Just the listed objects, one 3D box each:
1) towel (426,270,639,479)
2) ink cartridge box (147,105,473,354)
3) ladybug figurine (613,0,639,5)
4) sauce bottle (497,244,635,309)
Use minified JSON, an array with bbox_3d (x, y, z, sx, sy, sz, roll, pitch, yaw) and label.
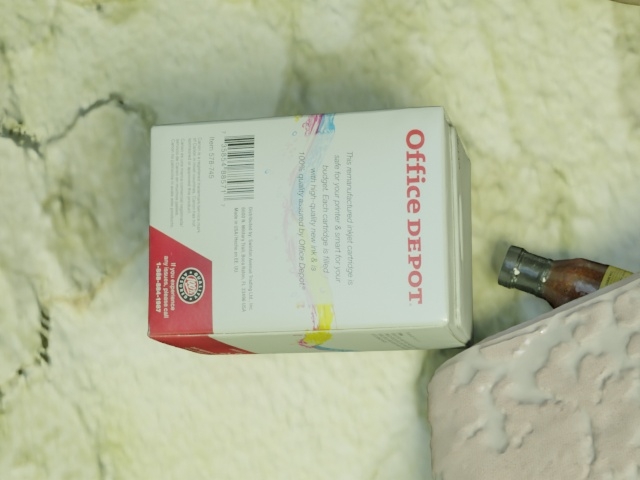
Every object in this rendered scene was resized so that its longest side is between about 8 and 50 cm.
[{"bbox_3d":[0.183,0.144,0.692,0.317,0.053,0.332,-32,40,32],"label":"towel"},{"bbox_3d":[0.000,0.000,0.850,0.176,0.127,0.128,-2,79,13],"label":"ink cartridge box"},{"bbox_3d":[0.271,-0.301,0.785,0.449,0.162,0.305,-35,92,15],"label":"ladybug figurine"},{"bbox_3d":[0.170,0.034,0.849,0.128,0.042,0.042,21,86,15],"label":"sauce bottle"}]
